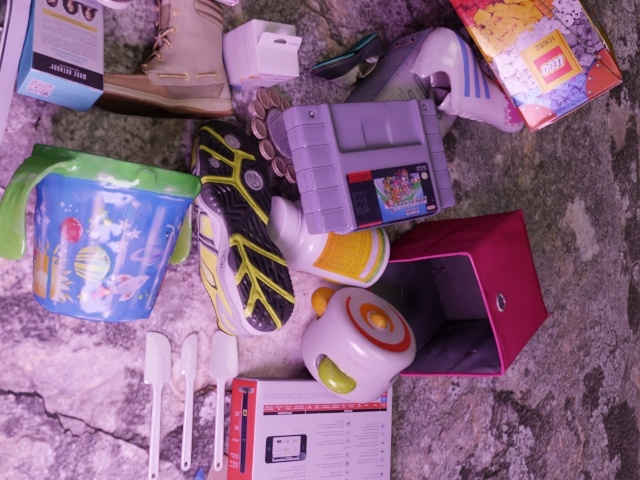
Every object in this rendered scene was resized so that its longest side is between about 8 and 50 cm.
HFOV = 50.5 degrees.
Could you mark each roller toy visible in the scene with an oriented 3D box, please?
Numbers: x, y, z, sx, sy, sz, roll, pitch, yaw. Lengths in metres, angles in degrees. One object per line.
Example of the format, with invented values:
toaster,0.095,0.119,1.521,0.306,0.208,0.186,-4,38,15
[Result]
roller toy,0.073,0.187,1.266,0.191,0.146,0.209,16,34,-33

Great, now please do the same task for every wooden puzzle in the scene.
wooden puzzle,-0.169,0.415,1.191,0.116,0.014,0.078,39,60,-32

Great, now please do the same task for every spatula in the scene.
spatula,-0.217,0.274,1.144,0.168,0.019,0.242,5,82,-38

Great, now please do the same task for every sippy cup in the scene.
sippy cup,-0.307,-0.006,0.972,0.305,0.240,0.224,10,92,-29

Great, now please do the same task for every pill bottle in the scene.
pill bottle,0.000,0.000,1.265,0.245,0.136,0.136,19,76,-38

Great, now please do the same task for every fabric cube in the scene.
fabric cube,0.281,0.106,1.390,0.258,0.259,0.254,-30,106,-47

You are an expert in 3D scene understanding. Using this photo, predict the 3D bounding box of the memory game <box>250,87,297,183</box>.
memory game,-0.072,-0.193,1.247,0.186,0.012,0.186,38,43,-46

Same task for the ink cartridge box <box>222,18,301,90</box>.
ink cartridge box,-0.107,-0.322,1.186,0.092,0.143,0.090,-7,92,-39

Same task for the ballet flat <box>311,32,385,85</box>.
ballet flat,0.064,-0.357,1.378,0.203,0.074,0.074,-39,112,-36

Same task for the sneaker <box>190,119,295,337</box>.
sneaker,-0.163,-0.021,1.139,0.145,0.147,0.385,4,67,-41

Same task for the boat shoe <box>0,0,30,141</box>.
boat shoe,-0.472,-0.273,0.906,0.105,0.113,0.306,11,91,-53

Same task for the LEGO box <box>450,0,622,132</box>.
LEGO box,0.454,-0.487,1.449,0.372,0.193,0.500,56,29,-8

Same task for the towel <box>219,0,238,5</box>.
towel,-0.215,-0.479,1.121,0.144,0.029,0.197,8,53,-40

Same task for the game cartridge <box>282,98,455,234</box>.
game cartridge,0.105,-0.141,1.248,0.355,0.068,0.230,-13,86,-39

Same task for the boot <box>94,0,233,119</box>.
boot,-0.259,-0.305,1.091,0.262,0.095,0.203,-4,91,-41

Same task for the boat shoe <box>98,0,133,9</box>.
boat shoe,-0.374,-0.472,0.945,0.335,0.095,0.112,41,36,-9

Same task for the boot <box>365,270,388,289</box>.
boot,0.114,0.129,1.422,0.106,0.037,0.114,-18,104,-36

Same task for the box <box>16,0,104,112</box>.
box,-0.369,-0.311,0.972,0.100,0.060,0.244,13,59,-39

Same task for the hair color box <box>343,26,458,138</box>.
hair color box,0.154,-0.251,1.418,0.185,0.113,0.374,51,60,-27

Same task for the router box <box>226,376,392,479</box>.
router box,-0.013,0.409,1.260,0.335,0.082,0.301,11,78,-39

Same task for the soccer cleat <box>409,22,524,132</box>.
soccer cleat,0.303,-0.303,1.416,0.331,0.116,0.143,37,89,-36
